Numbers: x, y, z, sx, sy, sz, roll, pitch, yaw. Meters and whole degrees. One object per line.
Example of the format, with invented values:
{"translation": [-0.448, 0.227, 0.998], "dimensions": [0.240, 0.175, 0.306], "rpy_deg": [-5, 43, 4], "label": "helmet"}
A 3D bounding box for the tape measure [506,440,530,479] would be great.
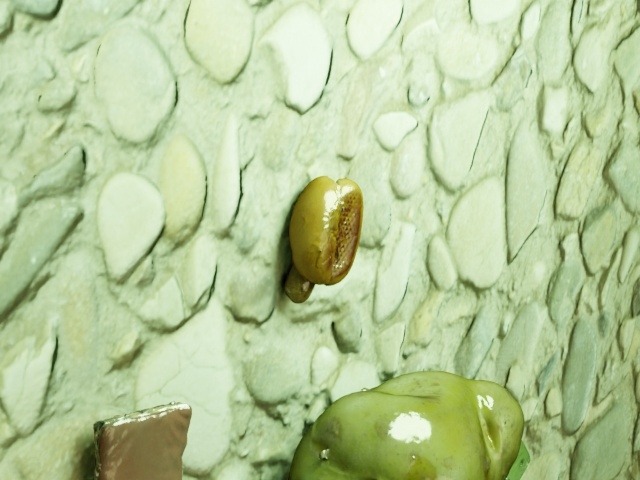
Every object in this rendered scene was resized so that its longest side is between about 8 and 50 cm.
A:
{"translation": [0.201, 0.283, 2.060], "dimensions": [0.154, 0.088, 0.177], "rpy_deg": [-55, 138, -24], "label": "tape measure"}

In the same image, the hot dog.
{"translation": [0.001, 0.000, 1.709], "dimensions": [0.090, 0.060, 0.140], "rpy_deg": [-2, 97, -50], "label": "hot dog"}

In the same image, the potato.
{"translation": [0.109, 0.261, 1.821], "dimensions": [0.351, 0.203, 0.218], "rpy_deg": [-17, 112, -48], "label": "potato"}

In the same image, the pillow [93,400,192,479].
{"translation": [-0.181, 0.274, 1.569], "dimensions": [0.126, 0.043, 0.232], "rpy_deg": [-15, 113, -50], "label": "pillow"}
